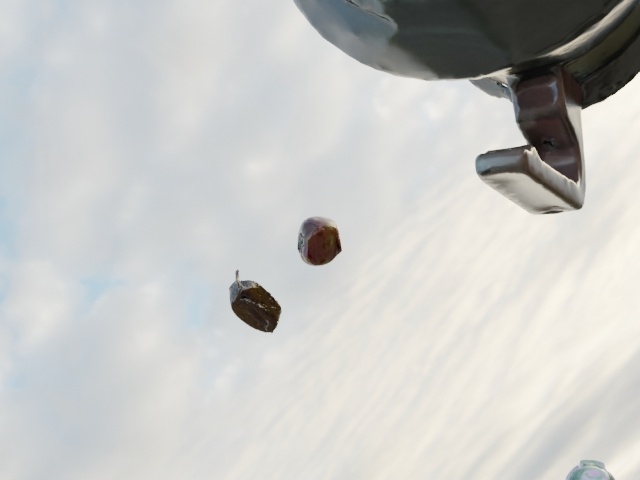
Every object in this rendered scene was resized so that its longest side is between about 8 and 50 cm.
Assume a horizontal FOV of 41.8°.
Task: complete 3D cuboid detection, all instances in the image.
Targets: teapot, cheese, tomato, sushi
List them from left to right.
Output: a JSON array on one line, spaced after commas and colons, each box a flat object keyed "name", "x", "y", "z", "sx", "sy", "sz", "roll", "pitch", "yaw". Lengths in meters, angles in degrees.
[{"name": "sushi", "x": -0.105, "y": 0.100, "z": 1.342, "sx": 0.052, "sy": 0.055, "sz": 0.120, "roll": -32, "pitch": -58, "yaw": 33}, {"name": "tomato", "x": 0.000, "y": 0.000, "z": 1.417, "sx": 0.075, "sy": 0.087, "sz": 0.087, "roll": -1, "pitch": -45, "yaw": -12}, {"name": "teapot", "x": 0.157, "y": -0.216, "z": 0.669, "sx": 0.306, "sy": 0.376, "sz": 0.362, "roll": -7, "pitch": -7, "yaw": 29}, {"name": "cheese", "x": 0.331, "y": 0.321, "z": 1.020, "sx": 0.026, "sy": 0.067, "sz": 0.120, "roll": 86, "pitch": -164, "yaw": -49}]
